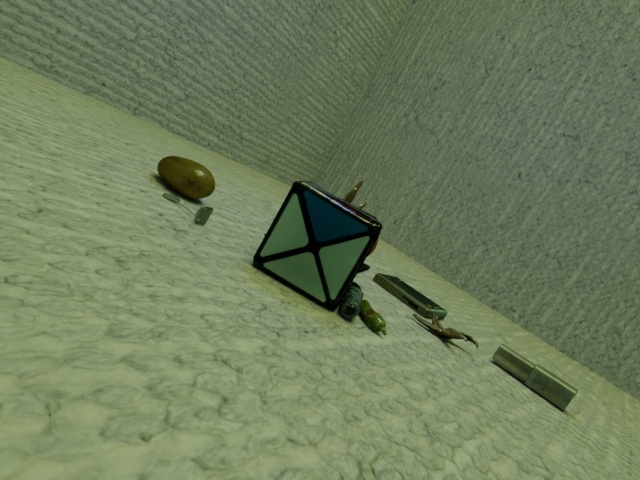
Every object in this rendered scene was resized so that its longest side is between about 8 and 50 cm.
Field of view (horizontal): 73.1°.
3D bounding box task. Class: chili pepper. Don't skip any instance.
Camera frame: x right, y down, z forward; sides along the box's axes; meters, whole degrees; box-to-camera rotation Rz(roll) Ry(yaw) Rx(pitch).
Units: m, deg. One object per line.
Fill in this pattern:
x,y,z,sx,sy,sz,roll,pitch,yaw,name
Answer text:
0.129,0.190,1.152,0.049,0.043,0.208,2,14,-10,chili pepper

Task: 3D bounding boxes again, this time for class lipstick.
0.690,0.438,1.406,0.253,0.079,0.077,33,10,32,lipstick

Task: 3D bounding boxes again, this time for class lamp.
-0.375,-0.105,1.211,0.198,0.056,0.050,31,11,35,lamp

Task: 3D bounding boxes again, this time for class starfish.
0.006,-0.080,1.476,0.347,0.358,0.078,13,44,-49,starfish
0.407,0.295,1.405,0.213,0.057,0.238,21,5,-1,starfish

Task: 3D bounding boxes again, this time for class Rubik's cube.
0.001,0.000,1.146,0.250,0.246,0.248,30,8,5,Rubik's cube

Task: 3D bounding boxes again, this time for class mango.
-0.445,-0.218,1.414,0.251,0.114,0.156,36,18,33,mango

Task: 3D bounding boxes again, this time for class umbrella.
0.086,0.158,1.159,0.052,0.053,0.250,30,8,3,umbrella

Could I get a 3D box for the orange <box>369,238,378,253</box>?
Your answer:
0.069,0.005,1.395,0.171,0.240,0.240,56,13,7,orange

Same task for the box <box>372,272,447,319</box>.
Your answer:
0.358,0.219,1.713,0.270,0.045,0.211,36,12,38,box

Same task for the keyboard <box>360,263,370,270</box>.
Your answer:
0.136,0.097,1.787,0.101,0.018,0.310,33,9,14,keyboard
